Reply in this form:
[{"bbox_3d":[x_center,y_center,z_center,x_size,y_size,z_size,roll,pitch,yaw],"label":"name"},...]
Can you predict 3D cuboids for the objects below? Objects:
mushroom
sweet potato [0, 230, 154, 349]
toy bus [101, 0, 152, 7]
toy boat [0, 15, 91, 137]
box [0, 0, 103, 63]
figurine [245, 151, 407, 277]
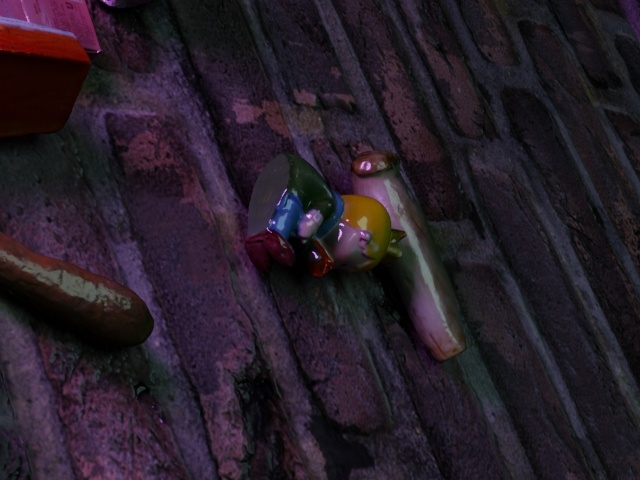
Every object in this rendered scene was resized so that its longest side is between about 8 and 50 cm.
[{"bbox_3d":[0.131,0.018,2.001,0.107,0.087,0.333,-12,75,-62],"label":"mushroom"},{"bbox_3d":[-0.301,0.049,1.504,0.273,0.075,0.075,29,42,-24],"label":"sweet potato"},{"bbox_3d":[-0.326,-0.486,1.844,0.386,0.171,0.162,51,46,-4],"label":"toy bus"},{"bbox_3d":[-0.422,-0.197,1.515,0.133,0.145,0.331,43,28,26],"label":"toy boat"},{"bbox_3d":[-0.353,-0.290,1.729,0.111,0.060,0.156,8,53,-45],"label":"box"},{"bbox_3d":[0.010,-0.001,1.856,0.234,0.127,0.185,41,41,-33],"label":"figurine"}]
